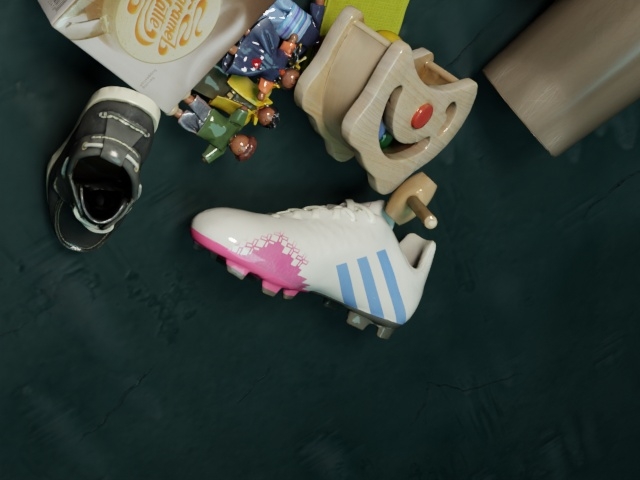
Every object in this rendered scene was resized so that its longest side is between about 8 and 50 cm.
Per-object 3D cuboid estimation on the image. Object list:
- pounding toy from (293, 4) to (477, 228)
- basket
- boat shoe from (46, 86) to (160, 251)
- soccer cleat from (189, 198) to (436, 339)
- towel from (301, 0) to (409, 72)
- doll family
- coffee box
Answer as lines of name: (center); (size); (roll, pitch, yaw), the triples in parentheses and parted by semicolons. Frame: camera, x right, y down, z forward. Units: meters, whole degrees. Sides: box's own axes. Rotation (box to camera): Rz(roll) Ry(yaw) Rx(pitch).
pounding toy: (0.100, -0.116, 1.067); (0.154, 0.155, 0.269); (-48, 154, -4)
basket: (0.300, -0.208, 1.146); (0.227, 0.204, 0.154); (-39, 92, 14)
boat shoe: (-0.209, -0.045, 0.978); (0.084, 0.079, 0.233); (14, 148, -18)
soccer cleat: (0.000, 0.000, 1.181); (0.331, 0.116, 0.143); (24, 94, -44)
towel: (0.054, -0.256, 1.051); (0.102, 0.021, 0.237); (-1, 126, -29)
doll family: (-0.058, -0.160, 1.021); (0.111, 0.076, 0.193); (33, 109, -25)
coffee box: (-0.106, -0.250, 0.902); (0.246, 0.098, 0.141); (-44, 135, 8)
